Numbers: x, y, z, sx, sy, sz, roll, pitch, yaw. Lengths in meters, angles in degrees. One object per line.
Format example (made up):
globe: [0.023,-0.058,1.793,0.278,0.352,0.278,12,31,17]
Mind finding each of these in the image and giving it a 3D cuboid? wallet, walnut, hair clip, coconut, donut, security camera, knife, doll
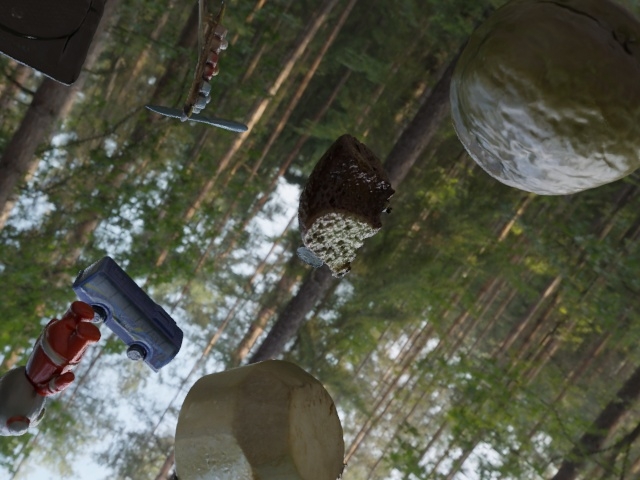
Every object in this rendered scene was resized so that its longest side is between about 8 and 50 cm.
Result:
wallet: [-0.477,-0.437,1.128,0.247,0.041,0.323,26,-121,-30]
walnut: [0.305,-0.183,0.879,0.283,0.283,0.227,31,-148,0]
hair clip: [-0.176,-0.280,1.064,0.056,0.214,0.062,11,165,-20]
coconut: [-0.122,0.377,1.269,0.323,0.323,0.323,29,-164,-9]
donut: [0.029,-0.061,1.089,0.126,0.186,0.144,32,-165,-46]
security camera: [0.000,0.000,1.257,0.058,0.058,0.092,32,-125,3]
knife: [-0.240,-0.247,1.370,0.044,0.019,0.313,37,-163,21]
doll: [-0.410,0.200,0.984,0.076,0.245,0.142,35,-173,-38]

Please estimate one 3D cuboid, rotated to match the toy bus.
toy bus: [-0.353,0.140,1.270,0.236,0.094,0.079,51,-160,-24]
